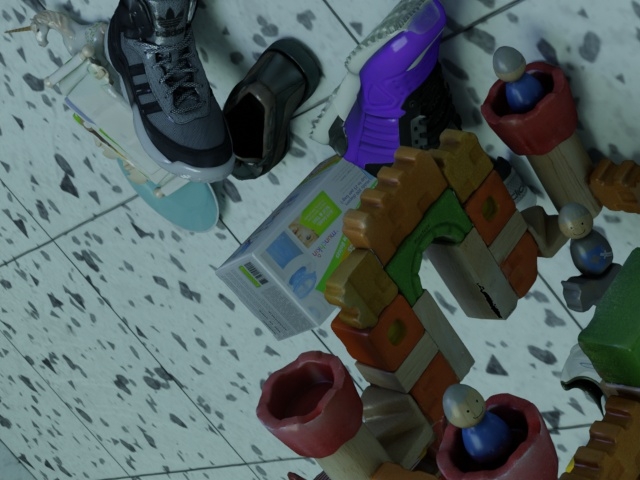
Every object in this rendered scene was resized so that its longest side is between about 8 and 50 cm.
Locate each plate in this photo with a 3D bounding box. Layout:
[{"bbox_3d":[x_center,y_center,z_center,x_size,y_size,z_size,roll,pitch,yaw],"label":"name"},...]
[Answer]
[{"bbox_3d":[-0.202,-0.089,2.019,0.188,0.024,0.188,30,148,22],"label":"plate"}]

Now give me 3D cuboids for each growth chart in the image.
[{"bbox_3d":[-0.254,-0.145,1.935,0.237,0.021,0.172,45,151,-21],"label":"growth chart"}]

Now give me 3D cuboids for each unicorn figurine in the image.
[{"bbox_3d":[-0.302,-0.248,1.916,0.162,0.060,0.111,-7,124,35],"label":"unicorn figurine"}]

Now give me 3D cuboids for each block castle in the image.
[{"bbox_3d":[0.175,0.032,1.281,0.303,0.453,0.213,8,142,48],"label":"block castle"}]

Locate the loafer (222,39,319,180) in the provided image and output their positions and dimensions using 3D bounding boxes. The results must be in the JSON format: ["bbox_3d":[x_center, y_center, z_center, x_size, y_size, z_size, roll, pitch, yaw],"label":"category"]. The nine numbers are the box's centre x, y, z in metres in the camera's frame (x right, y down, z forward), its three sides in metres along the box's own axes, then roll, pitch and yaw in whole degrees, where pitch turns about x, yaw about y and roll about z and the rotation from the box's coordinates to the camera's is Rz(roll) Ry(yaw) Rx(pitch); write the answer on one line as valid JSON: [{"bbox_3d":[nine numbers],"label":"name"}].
[{"bbox_3d":[-0.082,-0.136,1.745,0.096,0.084,0.267,41,151,5],"label":"loafer"}]

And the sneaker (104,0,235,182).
[{"bbox_3d":[-0.168,-0.198,1.695,0.268,0.101,0.153,60,154,29],"label":"sneaker"}]

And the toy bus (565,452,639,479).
[{"bbox_3d":[0.346,0.378,1.751,0.220,0.211,0.149,51,152,-10],"label":"toy bus"}]

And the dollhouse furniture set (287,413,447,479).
[{"bbox_3d":[0.171,0.357,1.949,0.374,0.201,0.152,23,145,33],"label":"dollhouse furniture set"}]

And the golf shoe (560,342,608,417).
[{"bbox_3d":[0.338,0.174,1.624,0.176,0.086,0.069,31,146,20],"label":"golf shoe"}]

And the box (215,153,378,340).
[{"bbox_3d":[0.000,0.000,1.698,0.114,0.203,0.103,48,151,-10],"label":"box"}]

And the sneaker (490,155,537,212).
[{"bbox_3d":[0.144,-0.060,1.588,0.170,0.063,0.075,3,132,43],"label":"sneaker"}]

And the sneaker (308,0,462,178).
[{"bbox_3d":[0.095,-0.140,1.516,0.146,0.102,0.293,41,157,3],"label":"sneaker"}]
